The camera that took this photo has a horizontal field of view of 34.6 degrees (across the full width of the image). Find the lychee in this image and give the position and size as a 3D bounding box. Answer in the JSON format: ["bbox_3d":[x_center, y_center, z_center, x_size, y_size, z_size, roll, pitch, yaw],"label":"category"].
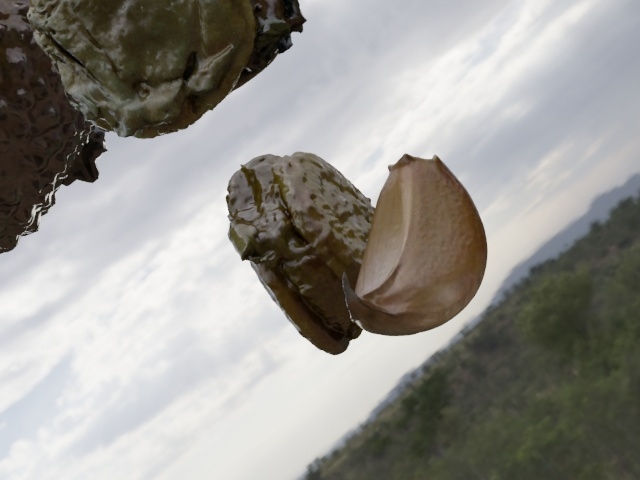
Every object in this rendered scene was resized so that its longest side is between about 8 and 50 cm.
[{"bbox_3d":[-0.431,-0.167,1.143,0.432,0.380,0.380,22,-55,-34],"label":"lychee"}]

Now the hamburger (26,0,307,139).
[{"bbox_3d":[-0.126,-0.191,0.826,0.206,0.183,0.130,-34,10,17],"label":"hamburger"}]

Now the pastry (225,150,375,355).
[{"bbox_3d":[0.000,0.000,1.177,0.132,0.235,0.240,-33,31,9],"label":"pastry"}]

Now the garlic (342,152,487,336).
[{"bbox_3d":[0.090,0.026,0.932,0.128,0.115,0.206,101,-172,-45],"label":"garlic"}]
